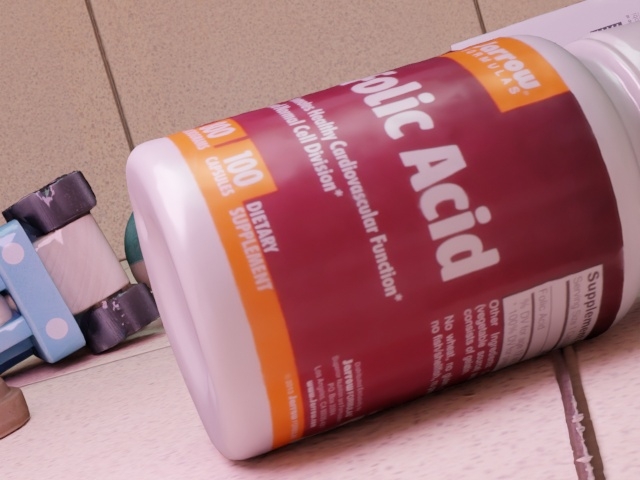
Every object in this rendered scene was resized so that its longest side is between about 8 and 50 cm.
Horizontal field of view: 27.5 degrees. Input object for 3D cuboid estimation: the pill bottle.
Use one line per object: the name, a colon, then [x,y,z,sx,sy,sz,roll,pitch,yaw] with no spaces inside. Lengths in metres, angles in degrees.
pill bottle: [0.083,-0.014,0.908,0.392,0.224,0.224,-18,5,-13]

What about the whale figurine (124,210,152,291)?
whale figurine: [-0.173,-0.019,1.854,0.216,0.141,0.272,-18,3,18]

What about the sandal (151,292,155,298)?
sandal: [-0.165,0.055,1.960,0.219,0.060,0.090,-16,5,7]

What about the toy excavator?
toy excavator: [-0.439,0.110,1.631,0.445,0.222,0.433,-31,7,-15]

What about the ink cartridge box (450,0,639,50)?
ink cartridge box: [0.240,-0.109,1.364,0.272,0.130,0.309,-17,-21,10]

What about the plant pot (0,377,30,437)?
plant pot: [-0.418,0.162,1.292,0.237,0.109,0.237,-16,6,2]
